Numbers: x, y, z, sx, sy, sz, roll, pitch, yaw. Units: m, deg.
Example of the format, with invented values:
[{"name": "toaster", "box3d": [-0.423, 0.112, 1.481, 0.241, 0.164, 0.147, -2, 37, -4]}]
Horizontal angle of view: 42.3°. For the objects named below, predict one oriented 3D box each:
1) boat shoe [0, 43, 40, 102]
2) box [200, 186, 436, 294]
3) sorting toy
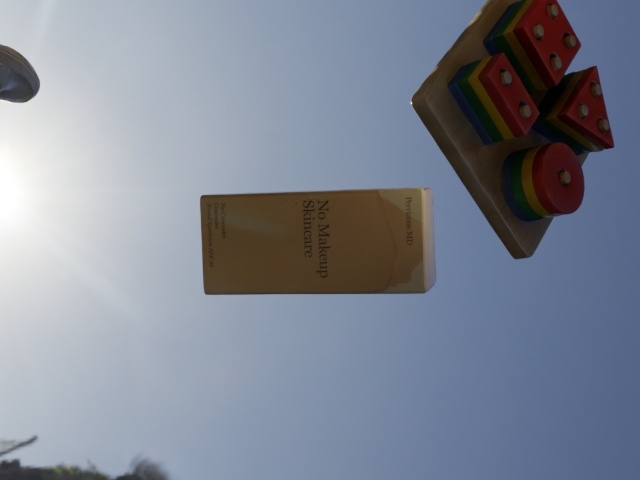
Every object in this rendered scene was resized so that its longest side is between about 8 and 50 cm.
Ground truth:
[{"name": "boat shoe", "box3d": [-0.354, -0.175, 0.842, 0.066, 0.184, 0.063, -31, -115, 9]}, {"name": "box", "box3d": [0.000, 0.000, 1.151, 0.311, 0.121, 0.148, -3, -87, 14]}, {"name": "sorting toy", "box3d": [0.266, -0.156, 1.026, 0.089, 0.255, 0.257, -10, -145, 49]}]
